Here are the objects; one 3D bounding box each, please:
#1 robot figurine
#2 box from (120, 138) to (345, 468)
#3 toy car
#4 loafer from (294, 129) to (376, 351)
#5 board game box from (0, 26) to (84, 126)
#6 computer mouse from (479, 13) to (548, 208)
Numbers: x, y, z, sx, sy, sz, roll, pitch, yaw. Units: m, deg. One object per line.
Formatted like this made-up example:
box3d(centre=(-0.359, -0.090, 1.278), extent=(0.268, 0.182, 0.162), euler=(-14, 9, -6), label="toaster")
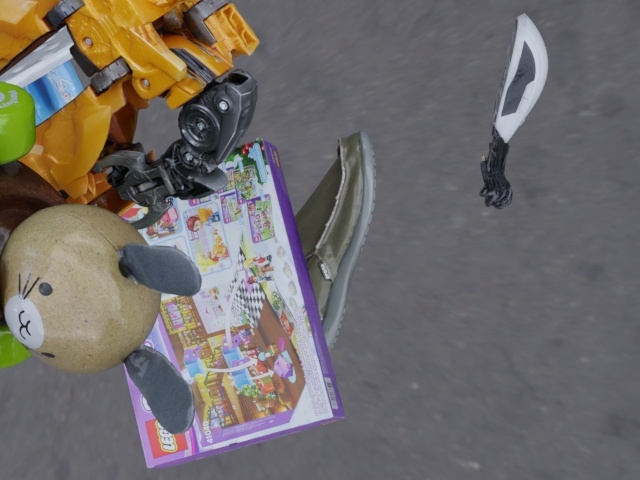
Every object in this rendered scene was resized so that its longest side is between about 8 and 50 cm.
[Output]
box3d(centre=(-0.153, -0.095, 0.980), extent=(0.211, 0.291, 0.085), euler=(55, 41, -7), label="robot figurine")
box3d(centre=(-0.109, 0.065, 1.740), extent=(0.201, 0.057, 0.293), euler=(-16, 79, 12), label="box")
box3d(centre=(-0.140, 0.029, 0.863), extent=(0.188, 0.149, 0.155), euler=(21, 124, 27), label="toy car")
box3d(centre=(0.000, 0.000, 1.840), extent=(0.087, 0.094, 0.251), euler=(13, 103, -4), label="loafer")
box3d(centre=(-0.188, -0.205, 1.551), extent=(0.390, 0.390, 0.050), euler=(-35, 109, -23), label="board game box")
box3d(centre=(0.200, -0.135, 1.742), extent=(0.042, 0.106, 0.193), euler=(12, 120, 0), label="computer mouse")
